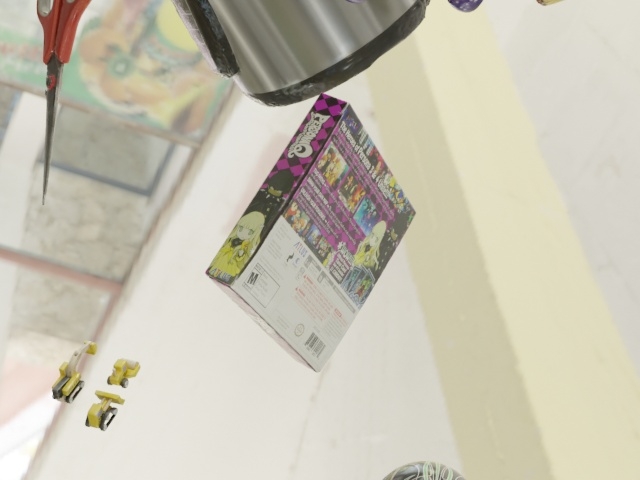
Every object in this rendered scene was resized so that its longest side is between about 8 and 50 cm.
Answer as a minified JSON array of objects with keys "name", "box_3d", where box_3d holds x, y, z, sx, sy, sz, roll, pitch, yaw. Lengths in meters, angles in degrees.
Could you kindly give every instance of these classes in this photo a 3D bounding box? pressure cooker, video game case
[{"name":"pressure cooker","box_3d":[-0.066,-0.467,1.803,0.370,0.420,0.375,-13,-148,37]},{"name":"video game case","box_3d":[0.000,0.000,1.165,0.042,0.232,0.210,25,-104,31]}]

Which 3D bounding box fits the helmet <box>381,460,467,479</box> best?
[{"name":"helmet","box_3d":[0.126,0.356,1.433,0.169,0.169,0.161,-147,-111,-68]}]

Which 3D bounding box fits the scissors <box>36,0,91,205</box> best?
[{"name":"scissors","box_3d":[-0.295,-0.190,1.281,0.109,0.021,0.297,14,-87,43]}]

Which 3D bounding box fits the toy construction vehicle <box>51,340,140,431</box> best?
[{"name":"toy construction vehicle","box_3d":[-0.252,0.157,1.294,0.098,0.086,0.035,-57,149,-40]}]

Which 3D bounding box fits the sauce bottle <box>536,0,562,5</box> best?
[{"name":"sauce bottle","box_3d":[0.334,-0.337,1.492,0.128,0.042,0.042,-14,-122,42]}]

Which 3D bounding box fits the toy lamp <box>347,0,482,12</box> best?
[{"name":"toy lamp","box_3d":[0.107,-0.351,1.556,0.080,0.275,0.080,9,-78,49]}]
